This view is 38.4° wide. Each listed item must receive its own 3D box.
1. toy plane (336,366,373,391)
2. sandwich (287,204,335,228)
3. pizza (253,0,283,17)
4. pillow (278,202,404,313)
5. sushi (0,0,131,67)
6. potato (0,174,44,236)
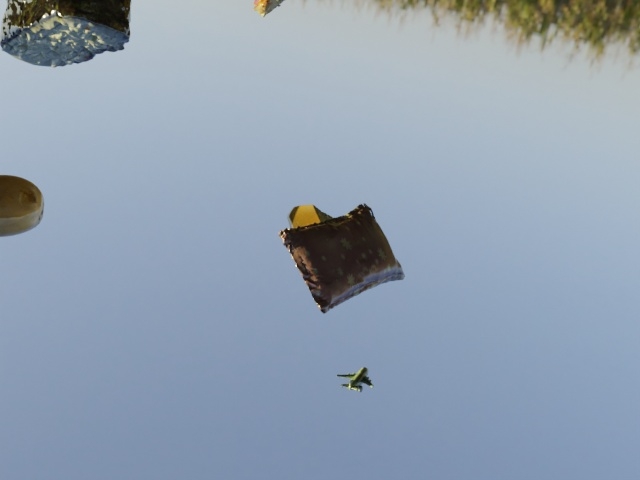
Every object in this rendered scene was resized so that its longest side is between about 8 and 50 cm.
[{"bbox_3d":[0.074,0.277,1.824,0.080,0.033,0.083,12,-157,26],"label":"toy plane"},{"bbox_3d":[0.000,0.000,1.938,0.094,0.096,0.258,35,-160,-35],"label":"sandwich"},{"bbox_3d":[-0.077,-0.540,1.831,0.201,0.193,0.053,14,169,38],"label":"pizza"},{"bbox_3d":[0.035,0.017,1.143,0.043,0.118,0.185,-30,174,39],"label":"pillow"},{"bbox_3d":[-0.351,-0.321,1.265,0.225,0.127,0.124,-5,166,44],"label":"sushi"},{"bbox_3d":[-0.707,-0.068,1.954,0.233,0.146,0.150,-6,161,-17],"label":"potato"}]
